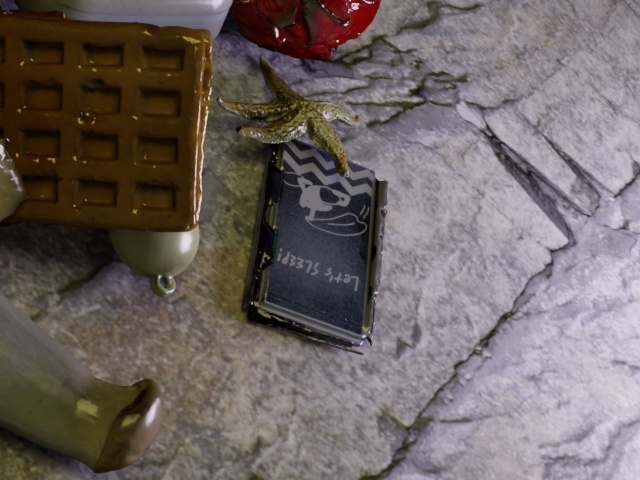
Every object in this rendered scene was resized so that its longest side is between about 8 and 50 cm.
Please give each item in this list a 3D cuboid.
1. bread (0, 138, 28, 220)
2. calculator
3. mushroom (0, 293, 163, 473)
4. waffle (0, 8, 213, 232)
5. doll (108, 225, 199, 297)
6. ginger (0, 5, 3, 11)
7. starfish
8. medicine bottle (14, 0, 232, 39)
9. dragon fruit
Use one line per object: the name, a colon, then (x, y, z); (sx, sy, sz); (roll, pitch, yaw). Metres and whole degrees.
bread: (-0.466, -0.107, 1.120); (0.405, 0.242, 0.346); (46, 59, -10)
calculator: (0.000, 0.000, 1.608); (0.165, 0.028, 0.274); (20, 52, -17)
mushroom: (-0.317, 0.135, 1.305); (0.328, 0.122, 0.159); (28, 86, -9)
waffle: (-0.278, -0.123, 1.373); (0.327, 0.098, 0.224); (4, 94, -1)
doll: (-0.203, -0.075, 1.502); (0.141, 0.117, 0.296); (11, 65, -46)
ginger: (-0.462, -0.281, 1.459); (0.321, 0.172, 0.165); (29, 12, -7)
starfish: (-0.031, -0.161, 1.673); (0.223, 0.050, 0.217); (-1, 40, -44)
medicine bottle: (-0.275, -0.367, 1.600); (0.282, 0.123, 0.375); (-5, 48, -35)
dragon fruit: (-0.005, -0.342, 1.717); (0.293, 0.234, 0.234); (-3, 59, -55)
